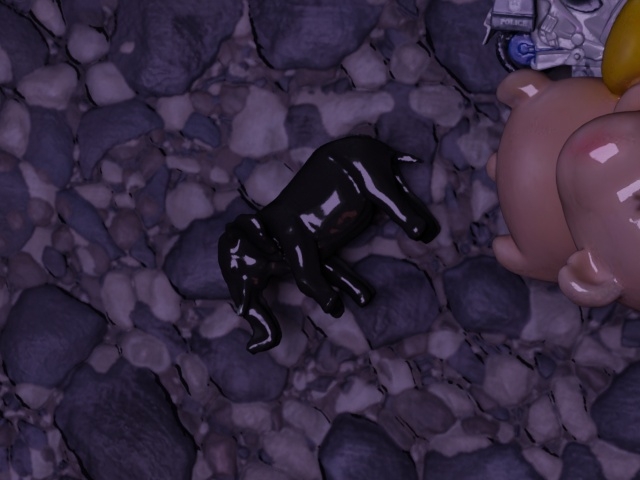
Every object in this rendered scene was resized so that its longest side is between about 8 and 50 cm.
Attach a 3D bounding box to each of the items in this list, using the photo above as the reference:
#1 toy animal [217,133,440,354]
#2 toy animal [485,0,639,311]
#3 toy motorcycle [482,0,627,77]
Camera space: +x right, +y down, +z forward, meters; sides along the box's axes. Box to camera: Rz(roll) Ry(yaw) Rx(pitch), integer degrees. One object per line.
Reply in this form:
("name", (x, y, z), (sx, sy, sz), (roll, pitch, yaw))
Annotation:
("toy animal", (-0.001, 0.002, 1.931), (0.245, 0.114, 0.146), (-43, 77, -8))
("toy animal", (0.277, -0.056, 1.694), (0.345, 0.247, 0.277), (0, 123, 25))
("toy motorcycle", (0.258, -0.216, 1.827), (0.221, 0.102, 0.150), (4, 106, 16))
